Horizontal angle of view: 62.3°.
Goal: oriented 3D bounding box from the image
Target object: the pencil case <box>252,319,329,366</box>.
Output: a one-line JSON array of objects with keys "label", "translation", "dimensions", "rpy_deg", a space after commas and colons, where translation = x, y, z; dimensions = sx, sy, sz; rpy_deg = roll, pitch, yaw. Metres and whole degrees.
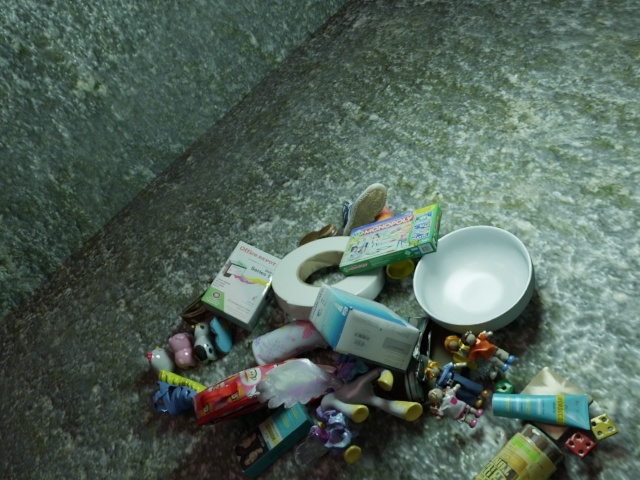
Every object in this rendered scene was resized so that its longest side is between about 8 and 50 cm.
[{"label": "pencil case", "translation": [-0.091, 0.334, 1.758], "dimensions": [0.273, 0.124, 0.113], "rpy_deg": [-25, -1, 13]}]

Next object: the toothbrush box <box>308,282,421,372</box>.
[{"label": "toothbrush box", "translation": [0.113, 0.236, 1.488], "dimensions": [0.126, 0.217, 0.295], "rpy_deg": [-69, 17, 3]}]

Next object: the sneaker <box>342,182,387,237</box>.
[{"label": "sneaker", "translation": [0.152, -0.127, 1.931], "dimensions": [0.153, 0.099, 0.282], "rpy_deg": [-89, 20, -48]}]

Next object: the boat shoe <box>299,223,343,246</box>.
[{"label": "boat shoe", "translation": [0.000, 0.000, 2.026], "dimensions": [0.207, 0.073, 0.073], "rpy_deg": [-19, 38, 50]}]

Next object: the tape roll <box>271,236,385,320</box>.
[{"label": "tape roll", "translation": [0.025, 0.120, 1.801], "dimensions": [0.393, 0.071, 0.392], "rpy_deg": [-10, 32, 6]}]

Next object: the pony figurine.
[{"label": "pony figurine", "translation": [0.048, 0.440, 1.422], "dimensions": [0.351, 0.302, 0.363], "rpy_deg": [-31, 14, -13]}]

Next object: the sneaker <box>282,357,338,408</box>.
[{"label": "sneaker", "translation": [-0.048, 0.445, 1.646], "dimensions": [0.221, 0.087, 0.128], "rpy_deg": [-5, 49, 34]}]

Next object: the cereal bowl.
[{"label": "cereal bowl", "translation": [0.449, 0.130, 1.530], "dimensions": [0.339, 0.141, 0.338], "rpy_deg": [-20, 43, 20]}]

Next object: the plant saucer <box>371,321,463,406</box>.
[{"label": "plant saucer", "translation": [0.281, 0.352, 1.525], "dimensions": [0.278, 0.041, 0.277], "rpy_deg": [-20, 44, 21]}]

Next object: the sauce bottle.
[{"label": "sauce bottle", "translation": [0.393, 0.570, 1.189], "dimensions": [0.344, 0.111, 0.111], "rpy_deg": [-44, 41, -7]}]

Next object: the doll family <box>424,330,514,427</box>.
[{"label": "doll family", "translation": [0.364, 0.346, 1.382], "dimensions": [0.163, 0.118, 0.262], "rpy_deg": [31, 84, 3]}]

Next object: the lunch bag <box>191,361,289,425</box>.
[{"label": "lunch bag", "translation": [-0.241, 0.463, 1.602], "dimensions": [0.293, 0.258, 0.120], "rpy_deg": [-31, 66, 28]}]

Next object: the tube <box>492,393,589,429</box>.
[{"label": "tube", "translation": [0.514, 0.394, 1.244], "dimensions": [0.207, 0.052, 0.080], "rpy_deg": [-4, 62, 26]}]

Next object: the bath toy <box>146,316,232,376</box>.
[{"label": "bath toy", "translation": [-0.505, 0.399, 1.987], "dimensions": [0.349, 0.129, 0.151], "rpy_deg": [-26, 42, 16]}]

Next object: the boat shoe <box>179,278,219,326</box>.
[{"label": "boat shoe", "translation": [-0.401, 0.213, 2.084], "dimensions": [0.342, 0.123, 0.123], "rpy_deg": [-36, 41, 3]}]

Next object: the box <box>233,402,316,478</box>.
[{"label": "box", "translation": [-0.140, 0.591, 1.596], "dimensions": [0.244, 0.060, 0.100], "rpy_deg": [-40, 40, -2]}]

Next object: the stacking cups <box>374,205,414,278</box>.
[{"label": "stacking cups", "translation": [0.241, -0.002, 1.854], "dimensions": [0.096, 0.096, 0.316], "rpy_deg": [-28, 37, 12]}]

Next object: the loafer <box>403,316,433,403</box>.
[{"label": "loafer", "translation": [0.274, 0.319, 1.464], "dimensions": [0.084, 0.096, 0.267], "rpy_deg": [-13, 44, 18]}]

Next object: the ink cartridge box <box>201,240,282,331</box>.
[{"label": "ink cartridge box", "translation": [-0.280, 0.168, 1.985], "dimensions": [0.202, 0.117, 0.278], "rpy_deg": [24, 66, 13]}]

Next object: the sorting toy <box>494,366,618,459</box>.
[{"label": "sorting toy", "translation": [0.564, 0.400, 1.270], "dimensions": [0.132, 0.046, 0.274], "rpy_deg": [-45, 40, -7]}]

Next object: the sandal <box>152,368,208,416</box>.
[{"label": "sandal", "translation": [-0.481, 0.551, 1.846], "dimensions": [0.318, 0.126, 0.138], "rpy_deg": [-2, 56, 45]}]

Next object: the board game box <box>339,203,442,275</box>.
[{"label": "board game box", "translation": [0.227, -0.002, 1.711], "dimensions": [0.318, 0.046, 0.213], "rpy_deg": [-18, 30, 29]}]
